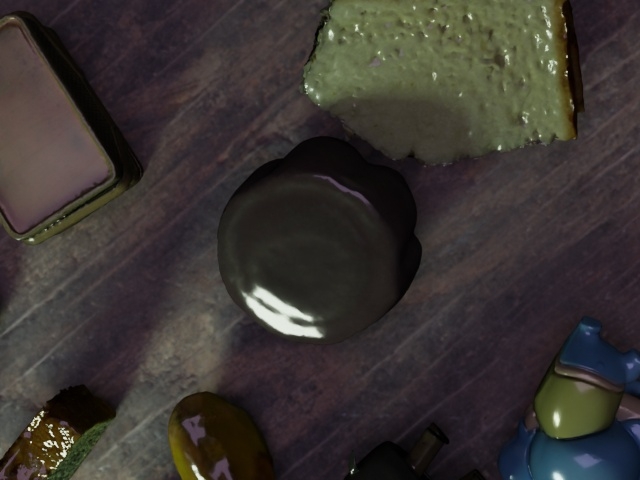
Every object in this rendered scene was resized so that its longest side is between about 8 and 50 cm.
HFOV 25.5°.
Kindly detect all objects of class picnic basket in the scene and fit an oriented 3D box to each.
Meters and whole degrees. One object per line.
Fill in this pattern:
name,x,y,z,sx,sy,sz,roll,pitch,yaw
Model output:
picnic basket,-0.356,-0.138,1.743,0.165,0.139,0.267,-33,89,6

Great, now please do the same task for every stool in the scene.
stool,0.133,0.319,1.720,0.139,0.153,0.228,-43,128,3

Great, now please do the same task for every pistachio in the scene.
pistachio,-0.125,0.274,1.761,0.110,0.100,0.189,-29,98,29

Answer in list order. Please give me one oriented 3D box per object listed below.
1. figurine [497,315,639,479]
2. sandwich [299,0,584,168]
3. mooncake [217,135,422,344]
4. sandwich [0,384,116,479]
figurine,0.328,0.229,1.679,0.180,0.154,0.262,11,109,-19
sandwich,0.134,-0.225,1.644,0.325,0.131,0.262,-11,126,5
mooncake,0.000,0.000,1.685,0.245,0.133,0.245,11,123,17
sandwich,-0.349,0.282,1.740,0.065,0.186,0.215,38,93,6
